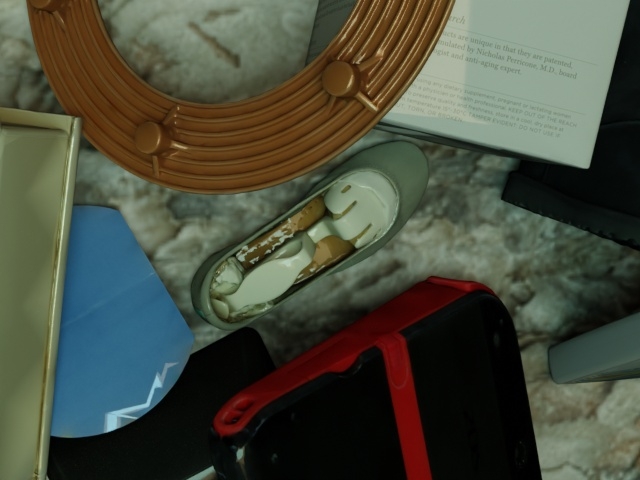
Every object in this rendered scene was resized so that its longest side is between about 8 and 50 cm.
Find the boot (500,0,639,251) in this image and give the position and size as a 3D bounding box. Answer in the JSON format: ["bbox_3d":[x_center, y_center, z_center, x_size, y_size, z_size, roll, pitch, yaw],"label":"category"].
[{"bbox_3d":[0.237,-0.097,0.757,0.094,0.246,0.207,16,97,-27],"label":"boot"}]

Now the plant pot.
[{"bbox_3d":[-0.080,0.199,0.768,0.187,0.167,0.188,-27,102,-6],"label":"plant pot"}]

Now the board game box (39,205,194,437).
[{"bbox_3d":[-0.176,0.061,0.789,0.133,0.033,0.169,-31,78,-10],"label":"board game box"}]

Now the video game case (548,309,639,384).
[{"bbox_3d":[0.359,0.055,0.759,0.299,0.329,0.036,-3,77,-11],"label":"video game case"}]

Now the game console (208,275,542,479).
[{"bbox_3d":[0.066,0.241,0.750,0.342,0.060,0.387,-23,104,-51],"label":"game console"}]

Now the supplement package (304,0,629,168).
[{"bbox_3d":[0.109,-0.213,0.747,0.175,0.177,0.293,11,95,-12],"label":"supplement package"}]

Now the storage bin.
[{"bbox_3d":[-0.310,0.034,0.696,0.260,0.123,0.262,8,96,7],"label":"storage bin"}]

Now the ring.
[{"bbox_3d":[-0.066,-0.196,0.686,0.336,0.032,0.337,-1,88,27],"label":"ring"}]

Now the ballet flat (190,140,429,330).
[{"bbox_3d":[0.000,0.000,0.808,0.213,0.068,0.072,-34,102,-6],"label":"ballet flat"}]
